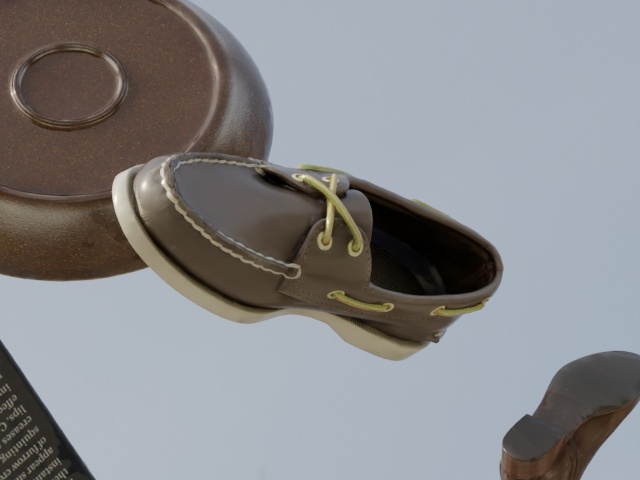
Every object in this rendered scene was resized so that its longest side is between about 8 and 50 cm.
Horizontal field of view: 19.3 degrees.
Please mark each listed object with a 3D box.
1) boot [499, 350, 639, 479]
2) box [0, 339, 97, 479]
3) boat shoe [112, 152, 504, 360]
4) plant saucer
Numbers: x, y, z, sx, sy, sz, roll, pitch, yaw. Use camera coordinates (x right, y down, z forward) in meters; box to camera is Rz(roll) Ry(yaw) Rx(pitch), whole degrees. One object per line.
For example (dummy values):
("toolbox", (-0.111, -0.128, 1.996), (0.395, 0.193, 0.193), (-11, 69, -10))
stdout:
("boot", (0.117, 0.118, 0.899), (0.106, 0.037, 0.114), (-30, -44, -33))
("box", (-0.395, 0.142, 1.561), (0.212, 0.293, 0.395), (-42, -63, -26))
("boat shoe", (0.000, 0.000, 1.251), (0.096, 0.116, 0.324), (-31, -33, 29))
("plant saucer", (-0.190, -0.105, 1.429), (0.310, 0.310, 0.050), (-5, -37, -8))
